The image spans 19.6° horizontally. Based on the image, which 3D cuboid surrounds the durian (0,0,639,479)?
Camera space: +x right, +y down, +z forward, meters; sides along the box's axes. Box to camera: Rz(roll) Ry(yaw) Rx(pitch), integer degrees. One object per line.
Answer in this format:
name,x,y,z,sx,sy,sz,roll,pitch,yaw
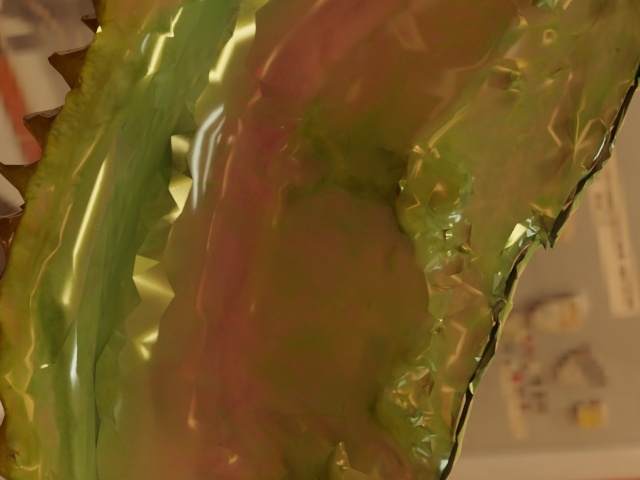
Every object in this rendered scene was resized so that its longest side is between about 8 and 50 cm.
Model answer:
durian,0.000,0.000,0.592,0.158,0.169,0.352,17,92,-54
